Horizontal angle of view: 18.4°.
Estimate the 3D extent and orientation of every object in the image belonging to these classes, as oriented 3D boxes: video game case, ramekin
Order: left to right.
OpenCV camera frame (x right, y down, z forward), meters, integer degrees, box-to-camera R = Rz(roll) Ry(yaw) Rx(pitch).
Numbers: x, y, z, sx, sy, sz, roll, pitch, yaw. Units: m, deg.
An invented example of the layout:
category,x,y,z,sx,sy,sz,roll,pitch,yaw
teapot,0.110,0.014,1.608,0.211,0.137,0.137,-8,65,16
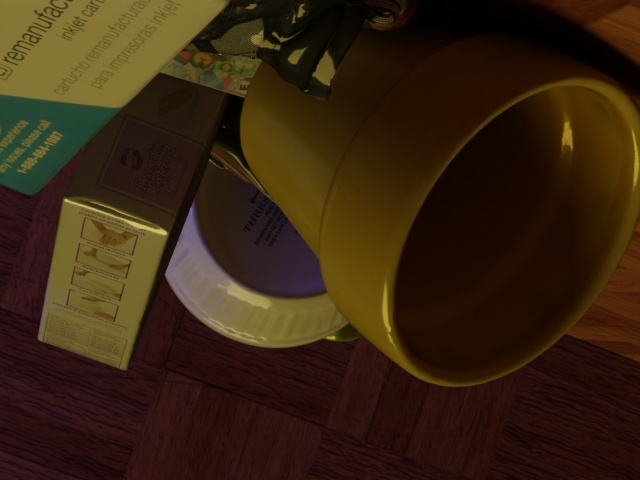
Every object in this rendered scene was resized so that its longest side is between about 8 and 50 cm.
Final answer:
category,x,y,z,sx,sy,sz,roll,pitch,yaw
video game case,-0.101,-0.174,1.525,0.166,0.015,0.119,15,133,-23
ramekin,-0.043,-0.024,2.163,0.273,0.273,0.127,21,164,-6

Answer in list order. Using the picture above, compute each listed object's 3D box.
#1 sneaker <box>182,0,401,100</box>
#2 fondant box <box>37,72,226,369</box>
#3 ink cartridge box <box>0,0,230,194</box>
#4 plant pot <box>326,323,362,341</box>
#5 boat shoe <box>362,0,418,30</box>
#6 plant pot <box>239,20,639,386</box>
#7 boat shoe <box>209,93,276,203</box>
category,x,y,z,sx,sy,sz,roll,pitch,yaw
sneaker,-0.066,-0.152,1.357,0.153,0.101,0.268,32,154,-31
fondant box,-0.158,-0.054,1.757,0.096,0.238,0.330,20,154,-2
ink cartridge box,-0.259,-0.204,0.997,0.395,0.166,0.285,22,152,-20
plant pot,0.000,0.000,2.482,0.227,0.228,0.207,17,180,27
boat shoe,0.004,-0.180,1.416,0.137,0.049,0.043,14,176,17
plant pot,0.073,-0.056,1.470,0.254,0.254,0.239,25,-172,-48
boat shoe,-0.084,-0.130,2.020,0.324,0.122,0.120,34,175,-34
